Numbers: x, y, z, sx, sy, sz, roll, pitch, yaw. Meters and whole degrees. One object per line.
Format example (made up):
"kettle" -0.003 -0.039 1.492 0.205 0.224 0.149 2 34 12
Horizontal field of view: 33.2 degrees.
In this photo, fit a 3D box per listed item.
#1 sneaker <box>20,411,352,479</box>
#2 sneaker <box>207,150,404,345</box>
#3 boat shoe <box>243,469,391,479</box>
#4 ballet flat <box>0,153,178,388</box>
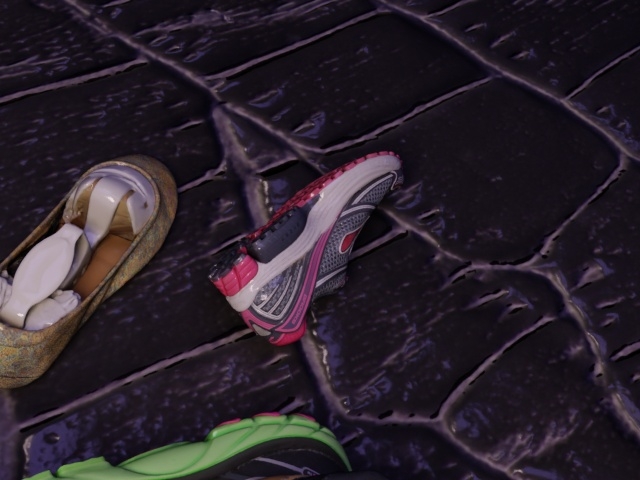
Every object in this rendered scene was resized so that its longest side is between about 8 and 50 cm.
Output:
"sneaker" -0.156 0.289 0.862 0.483 0.185 0.202 -17 57 -28
"sneaker" 0.000 0.000 1.201 0.299 0.121 0.112 -43 101 -37
"boat shoe" 0.051 0.391 0.725 0.187 0.156 0.500 11 56 -54
"ballet flat" -0.246 0.002 1.117 0.123 0.123 0.348 27 50 7
